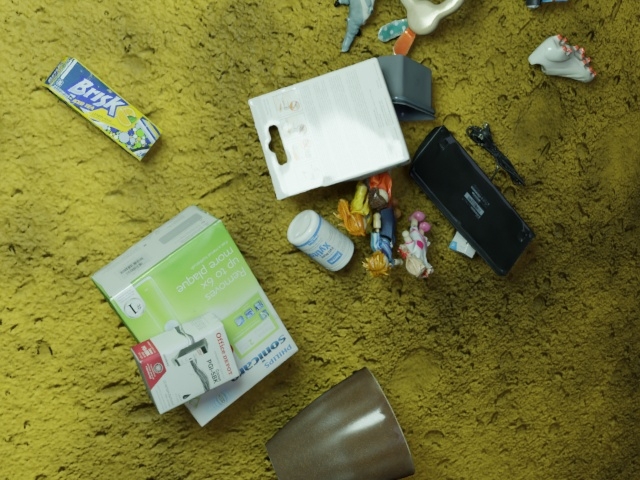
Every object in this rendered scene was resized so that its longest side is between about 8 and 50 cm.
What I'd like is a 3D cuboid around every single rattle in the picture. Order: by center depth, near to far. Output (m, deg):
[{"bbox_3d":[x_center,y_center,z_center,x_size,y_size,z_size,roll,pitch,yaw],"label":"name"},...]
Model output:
[{"bbox_3d":[0.191,-0.418,1.411,0.130,0.143,0.200,21,106,1],"label":"rattle"}]

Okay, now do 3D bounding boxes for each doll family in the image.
[{"bbox_3d":[0.105,-0.025,1.410,0.263,0.118,0.163,57,31,-33],"label":"doll family"}]

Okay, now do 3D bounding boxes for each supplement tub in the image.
[{"bbox_3d":[0.000,0.000,1.397,0.107,0.071,0.071,36,84,-32],"label":"supplement tub"}]

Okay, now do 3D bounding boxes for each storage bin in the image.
[{"bbox_3d":[0.139,-0.267,1.392,0.135,0.098,0.091,9,84,-52],"label":"storage bin"}]

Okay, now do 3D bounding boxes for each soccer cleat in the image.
[{"bbox_3d":[0.490,-0.360,1.601,0.196,0.076,0.068,12,57,-47],"label":"soccer cleat"}]

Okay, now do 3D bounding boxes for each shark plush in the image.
[{"bbox_3d":[0.054,-0.405,1.341,0.067,0.073,0.161,5,124,-13],"label":"shark plush"}]

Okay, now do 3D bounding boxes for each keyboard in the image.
[{"bbox_3d":[0.314,-0.100,1.550,0.317,0.033,0.201,46,72,-21],"label":"keyboard"}]

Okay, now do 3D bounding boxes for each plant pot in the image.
[{"bbox_3d":[0.023,0.378,1.459,0.230,0.215,0.215,-23,116,-9],"label":"plant pot"}]

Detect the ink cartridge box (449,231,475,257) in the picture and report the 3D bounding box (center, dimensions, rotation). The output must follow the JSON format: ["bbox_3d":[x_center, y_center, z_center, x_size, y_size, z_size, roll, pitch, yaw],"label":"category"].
[{"bbox_3d":[0.299,-0.012,1.589,0.028,0.048,0.083,29,87,-34],"label":"ink cartridge box"}]

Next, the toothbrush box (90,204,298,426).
[{"bbox_3d":[-0.198,0.120,1.283,0.206,0.122,0.283,-36,121,-17],"label":"toothbrush box"}]

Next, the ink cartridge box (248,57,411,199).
[{"bbox_3d":[0.015,-0.179,1.302,0.224,0.056,0.181,-18,83,7],"label":"ink cartridge box"}]

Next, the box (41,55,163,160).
[{"bbox_3d":[-0.317,-0.193,1.158,0.169,0.054,0.059,41,82,-34],"label":"box"}]

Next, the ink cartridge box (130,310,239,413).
[{"bbox_3d":[-0.201,0.183,1.193,0.135,0.056,0.099,-24,116,-20],"label":"ink cartridge box"}]

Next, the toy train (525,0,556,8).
[{"bbox_3d":[0.419,-0.534,1.495,0.105,0.080,0.184,-14,109,-37],"label":"toy train"}]
